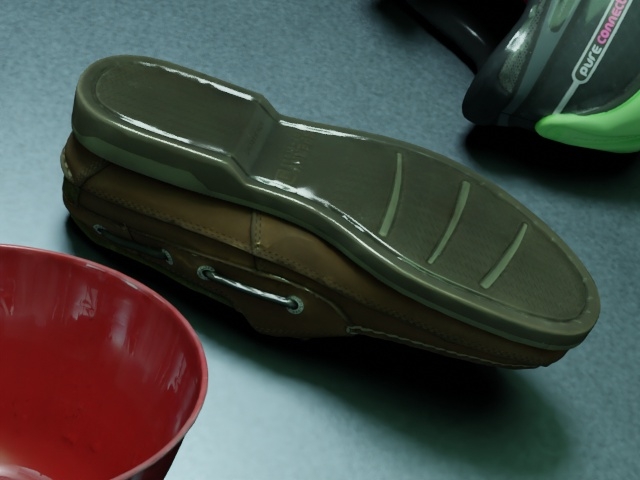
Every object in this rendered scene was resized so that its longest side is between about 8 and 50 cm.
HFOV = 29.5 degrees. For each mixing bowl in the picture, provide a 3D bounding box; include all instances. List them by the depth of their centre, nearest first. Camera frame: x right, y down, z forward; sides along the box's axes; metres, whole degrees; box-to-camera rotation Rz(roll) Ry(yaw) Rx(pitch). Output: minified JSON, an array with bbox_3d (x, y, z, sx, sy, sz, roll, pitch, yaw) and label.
[{"bbox_3d":[-0.140,0.085,0.486,0.181,0.098,0.181,7,28,-4],"label":"mixing bowl"}]

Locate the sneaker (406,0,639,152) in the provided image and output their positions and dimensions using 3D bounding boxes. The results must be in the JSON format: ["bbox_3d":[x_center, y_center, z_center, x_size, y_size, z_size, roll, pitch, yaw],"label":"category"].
[{"bbox_3d":[0.128,-0.283,0.894,0.202,0.185,0.483,-4,59,-16],"label":"sneaker"}]

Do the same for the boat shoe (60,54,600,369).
[{"bbox_3d":[0.000,0.000,0.682,0.307,0.104,0.111,26,38,8],"label":"boat shoe"}]
